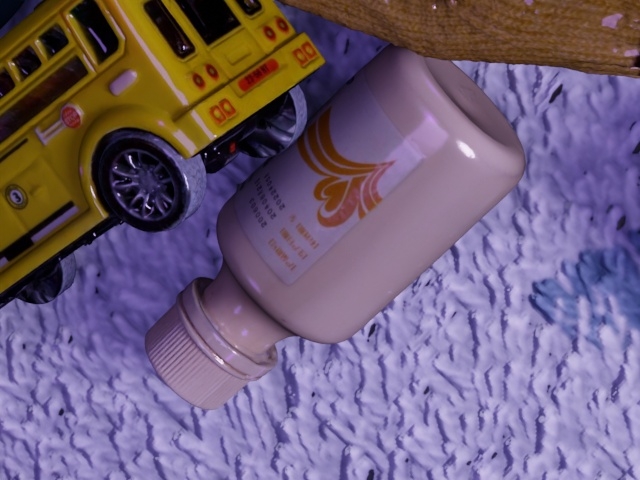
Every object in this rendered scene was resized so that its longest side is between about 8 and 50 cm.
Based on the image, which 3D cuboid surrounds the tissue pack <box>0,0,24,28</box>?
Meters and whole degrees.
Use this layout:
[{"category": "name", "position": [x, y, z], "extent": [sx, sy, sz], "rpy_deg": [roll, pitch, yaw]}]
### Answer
[{"category": "tissue pack", "position": [-0.310, -0.199, 1.166], "extent": [0.288, 0.198, 0.206], "rpy_deg": [9, 105, 10]}]

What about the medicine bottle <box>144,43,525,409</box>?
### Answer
[{"category": "medicine bottle", "position": [0.000, 0.000, 1.181], "extent": [0.114, 0.114, 0.252], "rpy_deg": [46, 108, 0]}]

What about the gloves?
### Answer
[{"category": "gloves", "position": [0.072, -0.206, 1.098], "extent": [0.356, 0.155, 0.203], "rpy_deg": [23, 116, 6]}]

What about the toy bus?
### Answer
[{"category": "toy bus", "position": [-0.161, -0.046, 1.151], "extent": [0.331, 0.145, 0.151], "rpy_deg": [-32, 97, 37]}]
